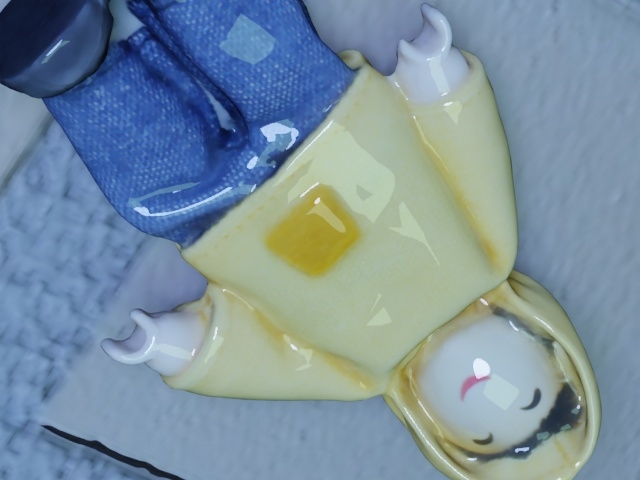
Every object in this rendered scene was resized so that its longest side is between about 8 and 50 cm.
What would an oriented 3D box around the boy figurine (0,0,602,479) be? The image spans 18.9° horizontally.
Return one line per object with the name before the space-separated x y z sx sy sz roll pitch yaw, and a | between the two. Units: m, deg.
boy figurine | 0.000 0.000 0.721 0.177 0.092 0.285 -40 116 4
